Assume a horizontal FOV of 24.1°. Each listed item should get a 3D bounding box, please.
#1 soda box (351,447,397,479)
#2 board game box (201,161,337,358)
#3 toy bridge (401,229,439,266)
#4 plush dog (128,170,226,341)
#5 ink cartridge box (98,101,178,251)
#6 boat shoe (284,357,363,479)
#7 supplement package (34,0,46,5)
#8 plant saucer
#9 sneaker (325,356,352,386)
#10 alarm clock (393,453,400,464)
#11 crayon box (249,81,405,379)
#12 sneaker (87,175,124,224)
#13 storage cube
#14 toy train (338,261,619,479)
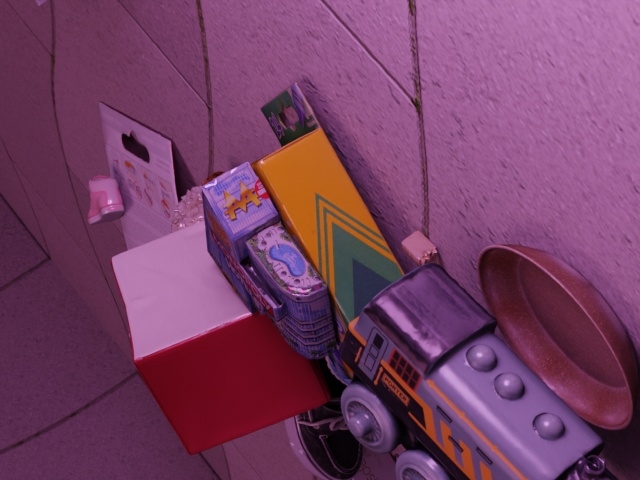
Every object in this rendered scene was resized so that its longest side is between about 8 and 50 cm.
[{"bbox_3d":[0.044,0.292,2.183,0.216,0.069,0.074,61,164,-18],"label":"soda box"},{"bbox_3d":[-0.063,0.016,1.585,0.194,0.060,0.194,52,167,29],"label":"board game box"},{"bbox_3d":[0.117,0.062,1.588,0.063,0.026,0.188,46,162,28],"label":"toy bridge"},{"bbox_3d":[-0.138,0.037,1.983,0.211,0.262,0.225,15,161,14],"label":"plush dog"},{"bbox_3d":[-0.227,-0.020,2.368,0.308,0.091,0.385,30,134,57],"label":"ink cartridge box"},{"bbox_3d":[0.018,0.213,2.033,0.105,0.113,0.306,18,128,45],"label":"boat shoe"},{"bbox_3d":[-0.338,-0.436,1.668,0.262,0.145,0.204,51,163,13],"label":"supplement package"},{"bbox_3d":[0.216,0.078,1.321,0.198,0.036,0.198,49,163,21],"label":"plant saucer"},{"bbox_3d":[0.040,0.130,1.881,0.073,0.063,0.162,24,146,55],"label":"sneaker"},{"bbox_3d":[0.155,0.359,2.021,0.192,0.064,0.129,48,163,34],"label":"alarm clock"},{"bbox_3d":[0.000,0.000,1.634,0.323,0.083,0.203,61,168,-4],"label":"crayon box"},{"bbox_3d":[-0.352,-0.068,2.433,0.134,0.051,0.070,152,104,-68],"label":"sneaker"},{"bbox_3d":[-0.119,0.105,1.796,0.183,0.215,0.193,-110,-3,-46],"label":"storage cube"},{"bbox_3d":[0.146,0.177,1.407,0.334,0.142,0.190,47,146,23],"label":"toy train"}]
